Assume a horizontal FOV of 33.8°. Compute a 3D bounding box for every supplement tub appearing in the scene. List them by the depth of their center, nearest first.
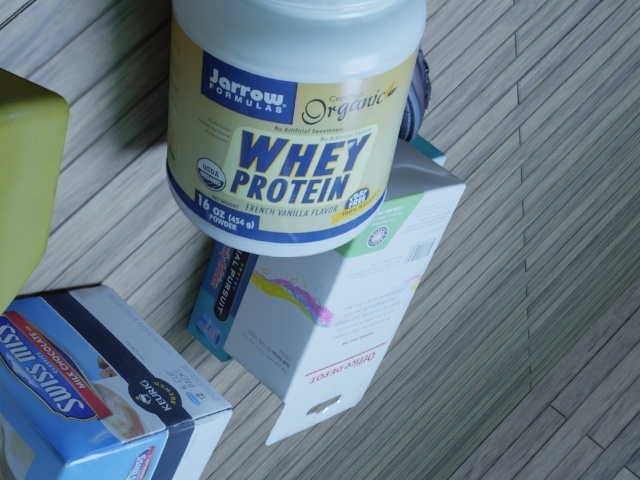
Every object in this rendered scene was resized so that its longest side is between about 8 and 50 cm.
[{"bbox_3d":[-0.027,-0.164,0.987,0.228,0.228,0.316,-31,147,-33],"label":"supplement tub"}]

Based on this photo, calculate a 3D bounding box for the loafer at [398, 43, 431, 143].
[{"bbox_3d":[0.088,-0.226,1.226,0.095,0.109,0.302,-48,151,-14],"label":"loafer"}]

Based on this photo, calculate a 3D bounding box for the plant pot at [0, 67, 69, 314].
[{"bbox_3d":[-0.301,-0.045,0.751,0.187,0.212,0.212,-38,149,-58],"label":"plant pot"}]

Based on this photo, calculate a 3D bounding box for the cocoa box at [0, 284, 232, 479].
[{"bbox_3d":[-0.299,0.258,1.106,0.228,0.231,0.347,-8,131,-52],"label":"cocoa box"}]

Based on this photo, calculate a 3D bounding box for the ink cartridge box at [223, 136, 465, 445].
[{"bbox_3d":[0.014,0.061,1.280,0.207,0.119,0.353,-14,134,-50],"label":"ink cartridge box"}]

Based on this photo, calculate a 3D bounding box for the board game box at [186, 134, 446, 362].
[{"bbox_3d":[0.000,0.000,1.402,0.336,0.079,0.253,-19,140,-46],"label":"board game box"}]
